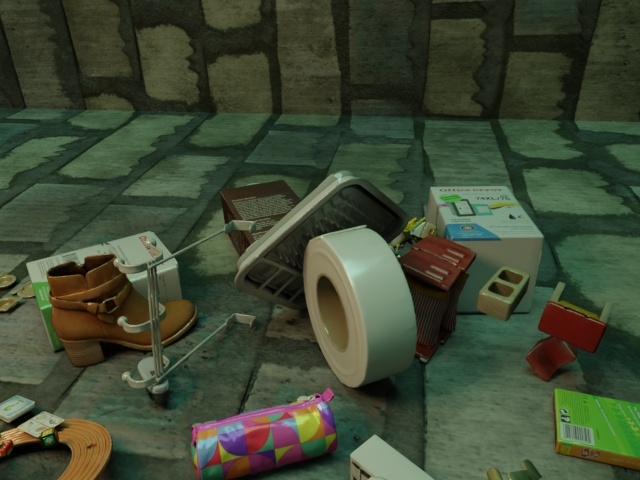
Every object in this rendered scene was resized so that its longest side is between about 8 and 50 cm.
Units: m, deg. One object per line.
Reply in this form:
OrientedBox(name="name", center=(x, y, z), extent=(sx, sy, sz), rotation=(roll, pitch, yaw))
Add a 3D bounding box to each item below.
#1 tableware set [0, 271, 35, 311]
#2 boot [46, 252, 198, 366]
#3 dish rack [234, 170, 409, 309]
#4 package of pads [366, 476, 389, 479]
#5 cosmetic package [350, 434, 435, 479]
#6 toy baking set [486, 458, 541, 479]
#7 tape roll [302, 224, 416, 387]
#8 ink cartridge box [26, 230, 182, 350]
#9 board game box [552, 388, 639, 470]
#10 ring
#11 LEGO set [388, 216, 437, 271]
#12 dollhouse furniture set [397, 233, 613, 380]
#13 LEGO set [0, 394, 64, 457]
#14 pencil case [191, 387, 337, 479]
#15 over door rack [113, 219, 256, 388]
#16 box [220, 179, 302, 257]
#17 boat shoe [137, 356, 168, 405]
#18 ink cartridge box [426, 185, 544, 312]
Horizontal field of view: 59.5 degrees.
OrientedBox(name="tableware set", center=(-0.756, 0.128, 1.338), extent=(0.168, 0.020, 0.141), rotation=(6, 30, 15))
OrientedBox(name="boot", center=(-0.395, 0.116, 1.134), extent=(0.283, 0.220, 0.109), rotation=(-14, 31, -21))
OrientedBox(name="dish rack", center=(0.000, 0.000, 1.153), extent=(0.333, 0.285, 0.072), rotation=(-40, 55, 15))
OrientedBox(name="package of pads", center=(0.158, 0.399, 0.584), extent=(0.296, 0.229, 0.101), rotation=(13, 32, 26))
OrientedBox(name="cosmetic package", center=(0.142, 0.379, 0.759), extent=(0.060, 0.099, 0.239), rotation=(-27, 37, -34))
OrientedBox(name="toy baking set", center=(0.287, 0.377, 0.713), extent=(0.030, 0.196, 0.256), rotation=(-44, 30, 16))
OrientedBox(name="tape roll", center=(0.063, 0.120, 1.038), extent=(0.100, 0.286, 0.286), rotation=(-13, 31, -19))
OrientedBox(name="ink cartridge box", center=(-0.482, 0.102, 1.265), extent=(0.289, 0.122, 0.211), rotation=(-17, 32, -26))
OrientedBox(name="board game box", center=(0.521, 0.318, 0.914), extent=(0.259, 0.039, 0.124), rotation=(5, 30, 18))
OrientedBox(name="ring", center=(-0.470, 0.361, 0.807), extent=(0.336, 0.032, 0.336), rotation=(-10, 13, 2))
OrientedBox(name="LEGO set", center=(0.205, 0.027, 1.295), extent=(0.132, 0.107, 0.287), rotation=(-41, 5, -38))
OrientedBox(name="dollhouse furniture set", center=(0.317, 0.157, 1.064), extent=(0.374, 0.201, 0.152), rotation=(24, 37, 28))
OrientedBox(name="LEGO set", center=(-0.527, 0.307, 0.895), extent=(0.244, 0.060, 0.182), rotation=(1, 20, 39))
OrientedBox(name="pencil case", center=(-0.088, 0.311, 0.894), extent=(0.236, 0.105, 0.104), rotation=(-12, 30, -16))
OrientedBox(name="over door rack", center=(-0.257, 0.107, 1.081), extent=(0.108, 0.240, 0.324), rotation=(12, 20, 29))
OrientedBox(name="box", center=(-0.125, -0.020, 1.459), extent=(0.191, 0.143, 0.381), rotation=(-12, 32, -17))
OrientedBox(name="boat shoe", center=(-0.312, 0.261, 1.047), extent=(0.049, 0.040, 0.142), rotation=(-7, 15, -22))
OrientedBox(name="ink cartridge box", center=(0.365, 0.013, 1.308), extent=(0.198, 0.197, 0.270), rotation=(-1, 28, 0))
